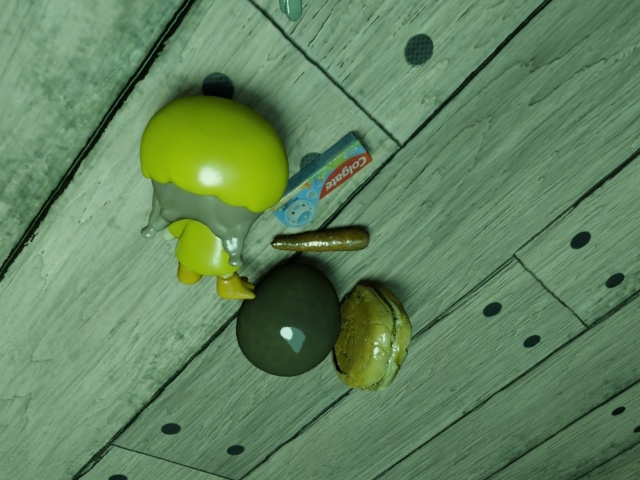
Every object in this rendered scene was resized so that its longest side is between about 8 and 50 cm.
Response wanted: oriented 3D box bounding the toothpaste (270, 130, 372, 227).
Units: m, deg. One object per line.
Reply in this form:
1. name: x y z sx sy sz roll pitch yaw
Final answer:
1. toothpaste: 0.002 -0.100 0.758 0.193 0.044 0.070 -36 125 12

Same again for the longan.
1. longan: -0.058 0.153 0.827 0.220 0.196 0.196 -47 121 6

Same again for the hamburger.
1. hamburger: 0.100 0.203 0.889 0.108 0.214 0.214 13 120 -21

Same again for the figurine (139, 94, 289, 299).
1. figurine: -0.163 -0.052 0.683 0.215 0.187 0.344 8 129 -3

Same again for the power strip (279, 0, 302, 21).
1. power strip: -0.055 -0.381 0.501 0.140 0.139 0.224 -3 124 -11

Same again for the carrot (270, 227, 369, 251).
1. carrot: 0.000 0.000 0.827 0.191 0.047 0.047 -2 124 -6
